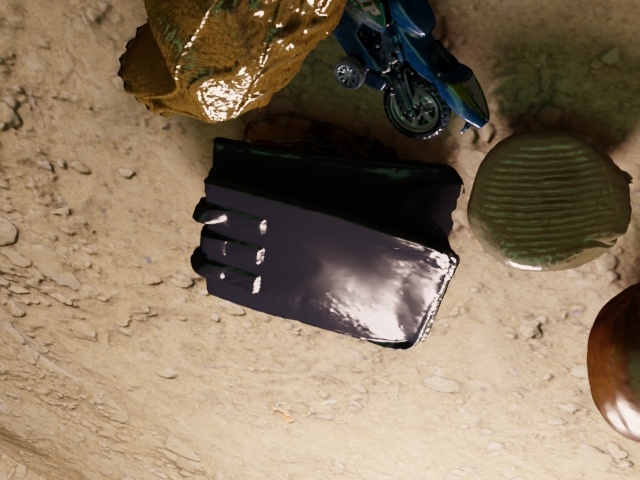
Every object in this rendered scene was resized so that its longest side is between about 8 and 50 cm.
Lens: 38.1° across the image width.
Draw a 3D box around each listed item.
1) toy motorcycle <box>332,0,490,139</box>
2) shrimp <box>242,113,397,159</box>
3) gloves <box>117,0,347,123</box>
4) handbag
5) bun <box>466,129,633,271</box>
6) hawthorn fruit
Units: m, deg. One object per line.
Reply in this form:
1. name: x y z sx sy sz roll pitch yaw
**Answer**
1. toy motorcycle: 0.077 -0.213 0.927 0.135 0.092 0.254 -17 112 46
2. shrimp: -0.002 -0.095 1.160 0.195 0.035 0.148 13 143 8
3. gloves: -0.080 -0.217 0.902 0.155 0.203 0.356 42 156 -12
4. handbag: 0.000 0.000 1.166 0.329 0.122 0.303 13 151 2
5. bun: 0.257 -0.043 1.040 0.173 0.113 0.167 26 103 10
6. hawthorn fruit: 0.429 0.131 1.132 0.208 0.208 0.248 -5 120 29
